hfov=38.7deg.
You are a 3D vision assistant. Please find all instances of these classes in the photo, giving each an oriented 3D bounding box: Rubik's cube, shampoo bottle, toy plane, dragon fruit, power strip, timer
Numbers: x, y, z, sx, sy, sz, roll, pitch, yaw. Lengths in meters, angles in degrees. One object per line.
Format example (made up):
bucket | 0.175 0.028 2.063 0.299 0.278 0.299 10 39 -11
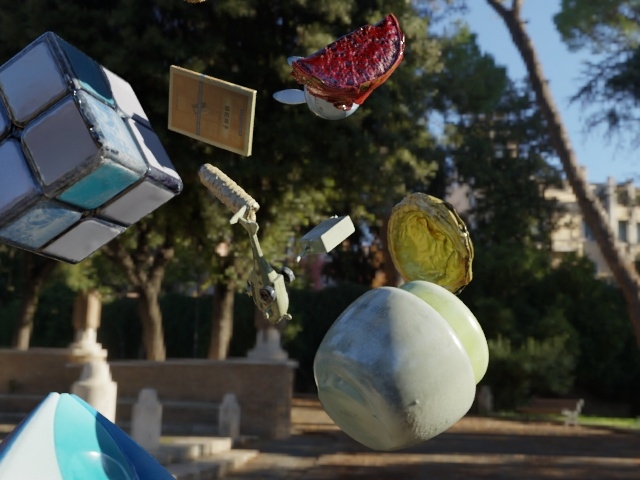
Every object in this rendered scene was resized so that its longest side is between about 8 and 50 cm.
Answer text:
Rubik's cube | -0.507 0.543 1.692 0.347 0.352 0.351 41 17 -9
shampoo bottle | 0.159 0.257 1.873 0.317 0.322 0.322 -31 9 -32
Rubik's cube | -0.526 -0.175 1.859 0.313 0.316 0.318 -33 -22 11
toy plane | -0.128 0.063 1.966 0.108 0.286 0.092 12 40 31
dragon fruit | 0.071 -0.358 1.997 0.262 0.134 0.211 -30 -7 -14
power strip | 0.000 0.000 1.975 0.075 0.042 0.175 -8 22 45
timer | 0.009 -0.405 2.453 0.175 0.175 0.255 8 4 -32

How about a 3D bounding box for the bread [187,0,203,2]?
bread | -0.227 -0.482 1.643 0.077 0.083 0.070 38 -27 19

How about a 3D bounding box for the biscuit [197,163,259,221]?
biscuit | -0.215 -0.110 2.130 0.055 0.061 0.219 -20 42 -31

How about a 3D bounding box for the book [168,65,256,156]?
book | -0.269 -0.315 2.221 0.242 0.170 0.018 20 32 21

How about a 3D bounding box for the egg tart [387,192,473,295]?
egg tart | 0.278 0.010 2.238 0.095 0.278 0.279 -22 6 -37
